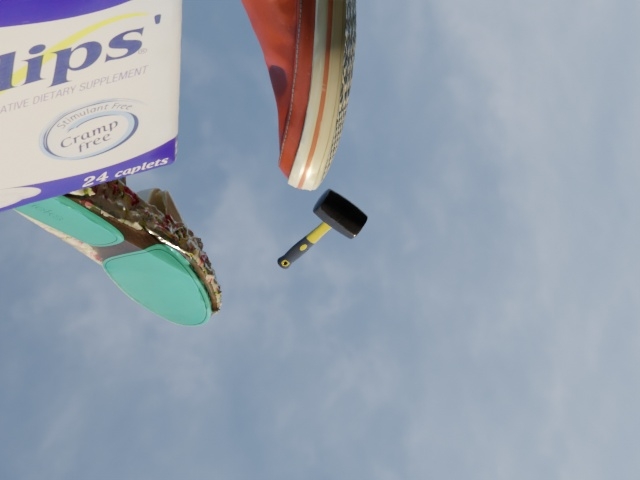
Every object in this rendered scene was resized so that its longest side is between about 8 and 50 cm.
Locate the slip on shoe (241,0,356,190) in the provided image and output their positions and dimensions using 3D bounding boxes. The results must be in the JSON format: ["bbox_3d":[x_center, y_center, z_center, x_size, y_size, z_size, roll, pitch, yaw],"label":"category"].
[{"bbox_3d":[-0.026,-0.202,0.982,0.123,0.101,0.331,-64,-29,-80],"label":"slip on shoe"}]

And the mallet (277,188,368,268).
[{"bbox_3d":[0.000,0.000,1.663,0.062,0.189,0.039,31,-122,-3],"label":"mallet"}]

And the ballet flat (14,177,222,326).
[{"bbox_3d":[-0.147,-0.020,1.002,0.241,0.091,0.077,44,-135,-45],"label":"ballet flat"}]

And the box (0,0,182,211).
[{"bbox_3d":[-0.115,-0.068,0.433,0.126,0.137,0.072,-17,-113,-14],"label":"box"}]
